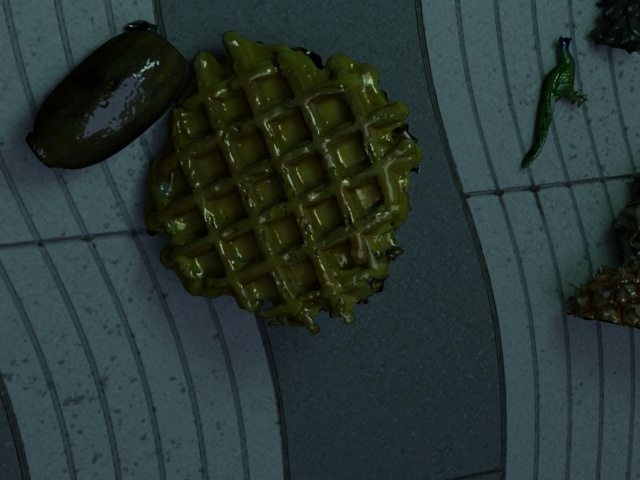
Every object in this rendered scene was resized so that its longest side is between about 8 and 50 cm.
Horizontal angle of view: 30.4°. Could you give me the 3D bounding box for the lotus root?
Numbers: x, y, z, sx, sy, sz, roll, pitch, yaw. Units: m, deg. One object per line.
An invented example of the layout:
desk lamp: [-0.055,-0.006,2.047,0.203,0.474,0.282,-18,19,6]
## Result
lotus root: [-0.280,-0.185,1.565,0.241,0.124,0.123,-45,106,-6]

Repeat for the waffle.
waffle: [-0.055,-0.078,1.603,0.379,0.095,0.382,19,96,12]

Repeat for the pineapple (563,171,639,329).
pineapple: [0.544,0.011,1.932,0.262,0.262,0.272,9,90,-25]

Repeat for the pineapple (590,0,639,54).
pineapple: [0.490,-0.418,1.834,0.128,0.128,0.248,2,110,-23]

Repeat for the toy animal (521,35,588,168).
toy animal: [0.382,-0.214,1.884,0.075,0.041,0.217,8,105,-23]
